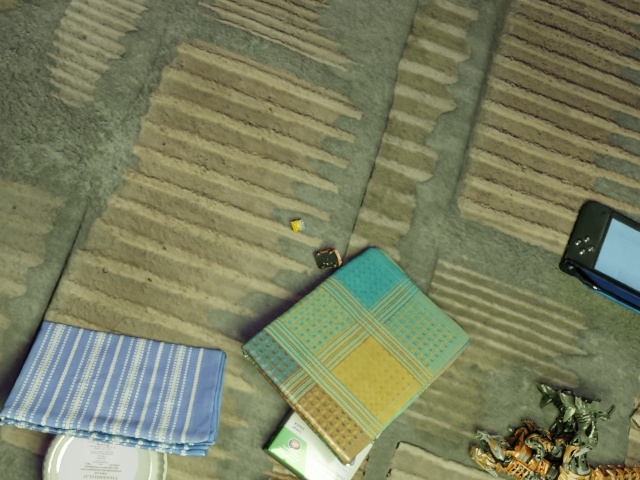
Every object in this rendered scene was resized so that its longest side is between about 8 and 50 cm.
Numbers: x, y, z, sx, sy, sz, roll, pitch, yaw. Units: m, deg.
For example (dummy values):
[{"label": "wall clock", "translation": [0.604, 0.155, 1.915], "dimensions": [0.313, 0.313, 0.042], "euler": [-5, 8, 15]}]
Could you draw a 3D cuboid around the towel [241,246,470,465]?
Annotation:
[{"label": "towel", "translation": [0.072, 0.188, 1.355], "dimensions": [0.271, 0.040, 0.370], "euler": [46, 53, 11]}]

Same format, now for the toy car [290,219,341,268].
[{"label": "toy car", "translation": [0.000, 0.000, 1.461], "dimensions": [0.040, 0.060, 0.122], "euler": [-29, 87, -49]}]

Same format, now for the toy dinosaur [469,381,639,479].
[{"label": "toy dinosaur", "translation": [0.445, 0.388, 1.404], "dimensions": [0.322, 0.164, 0.218], "euler": [15, 86, -24]}]

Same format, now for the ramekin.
[{"label": "ramekin", "translation": [-0.361, 0.377, 1.258], "dimensions": [0.207, 0.109, 0.207], "euler": [3, 74, -9]}]

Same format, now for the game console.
[{"label": "game console", "translation": [0.648, 0.062, 1.495], "dimensions": [0.293, 0.173, 0.250], "euler": [27, 72, -2]}]

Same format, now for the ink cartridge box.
[{"label": "ink cartridge box", "translation": [0.021, 0.331, 1.350], "dimensions": [0.153, 0.087, 0.208], "euler": [36, 70, 1]}]

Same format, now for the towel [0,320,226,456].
[{"label": "towel", "translation": [-0.331, 0.239, 1.269], "dimensions": [0.336, 0.040, 0.243], "euler": [11, 33, -7]}]

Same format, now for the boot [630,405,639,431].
[{"label": "boot", "translation": [0.644, 0.329, 1.487], "dimensions": [0.087, 0.042, 0.118], "euler": [-28, 80, -14]}]
